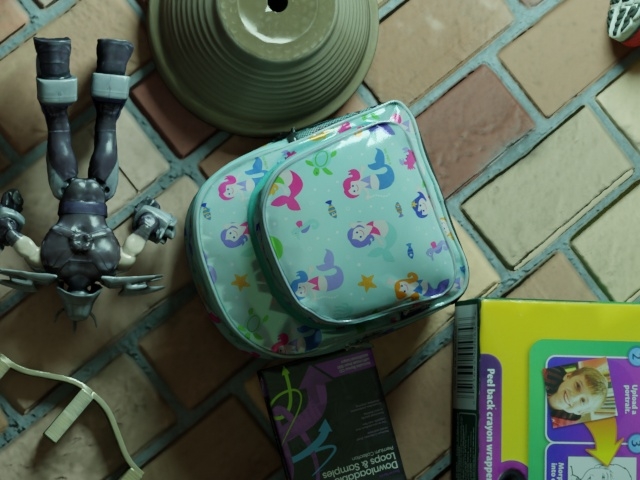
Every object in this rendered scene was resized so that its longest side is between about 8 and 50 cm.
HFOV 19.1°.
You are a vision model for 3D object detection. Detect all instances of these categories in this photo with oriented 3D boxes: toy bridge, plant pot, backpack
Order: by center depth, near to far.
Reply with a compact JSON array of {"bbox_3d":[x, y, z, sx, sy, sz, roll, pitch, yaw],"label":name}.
[{"bbox_3d":[0.000,0.000,1.831,0.253,0.191,0.225,-19,90,-7],"label":"backpack"},{"bbox_3d":[-0.245,0.169,1.845,0.188,0.026,0.063,41,77,-5],"label":"toy bridge"},{"bbox_3d":[-0.050,-0.223,1.870,0.237,0.110,0.237,1,87,-11],"label":"plant pot"}]

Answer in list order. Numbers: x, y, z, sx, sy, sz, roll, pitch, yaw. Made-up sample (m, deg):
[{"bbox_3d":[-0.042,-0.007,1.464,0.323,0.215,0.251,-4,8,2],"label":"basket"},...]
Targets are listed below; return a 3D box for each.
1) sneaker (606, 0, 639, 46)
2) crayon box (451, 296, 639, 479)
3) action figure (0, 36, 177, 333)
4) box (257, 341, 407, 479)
[{"bbox_3d":[0.409,-0.300,1.970,0.118,0.107,0.279,41,82,-15],"label":"sneaker"},{"bbox_3d":[0.293,0.242,1.902,0.313,0.106,0.363,2,86,-12],"label":"crayon box"},{"bbox_3d":[-0.228,-0.052,1.834,0.185,0.099,0.285,2,89,-18],"label":"action figure"},{"bbox_3d":[0.014,0.192,1.891,0.116,0.029,0.162,-16,90,-12],"label":"box"}]
